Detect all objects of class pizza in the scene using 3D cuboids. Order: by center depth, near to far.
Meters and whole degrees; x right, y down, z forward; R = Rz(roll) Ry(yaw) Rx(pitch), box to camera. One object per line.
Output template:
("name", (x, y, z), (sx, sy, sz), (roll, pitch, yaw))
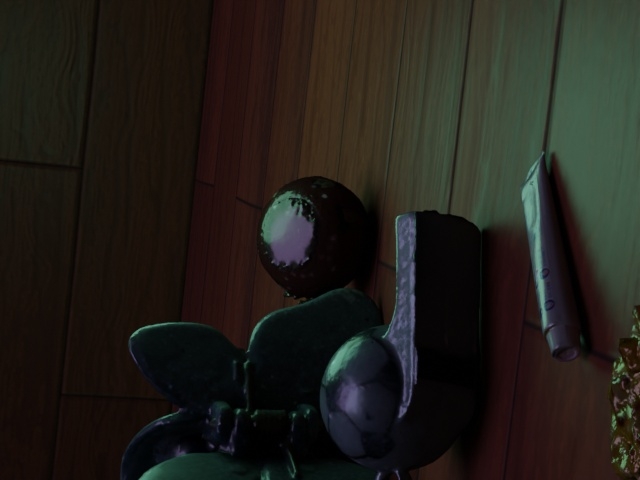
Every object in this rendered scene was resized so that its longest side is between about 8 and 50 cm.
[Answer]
("pizza", (0.237, 0.131, 1.121), (0.099, 0.036, 0.160), (127, 146, -65))

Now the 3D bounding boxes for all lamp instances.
("lamp", (-0.003, -0.003, 1.957), (0.157, 0.135, 0.156), (-49, 61, 23))

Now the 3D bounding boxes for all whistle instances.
("whistle", (0.077, 0.124, 1.532), (0.163, 0.163, 0.289), (138, 137, -70))

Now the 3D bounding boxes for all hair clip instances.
("hair clip", (-0.078, 0.272, 1.783), (0.392, 0.318, 0.238), (-101, 19, -44))

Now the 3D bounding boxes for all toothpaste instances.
("toothpaste", (0.200, 0.013, 1.329), (0.052, 0.033, 0.218), (115, 159, -45))
